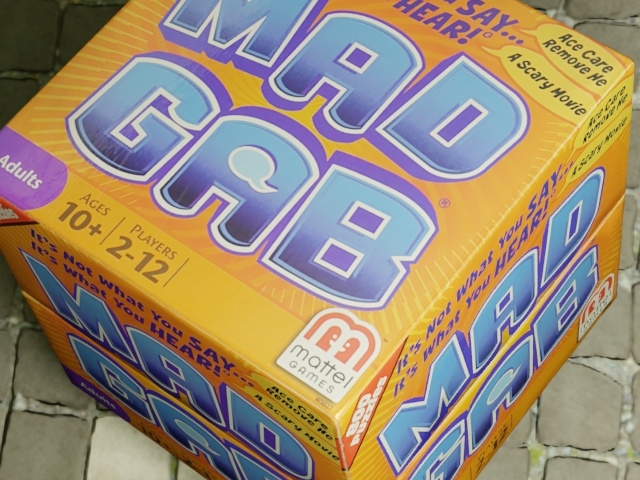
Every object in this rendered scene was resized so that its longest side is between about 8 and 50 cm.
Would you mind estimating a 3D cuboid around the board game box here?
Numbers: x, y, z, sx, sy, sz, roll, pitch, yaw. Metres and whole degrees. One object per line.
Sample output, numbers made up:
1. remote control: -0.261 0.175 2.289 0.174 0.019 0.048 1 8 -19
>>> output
1. board game box: 0.000 0.000 1.372 0.356 0.356 0.356 32 68 24
